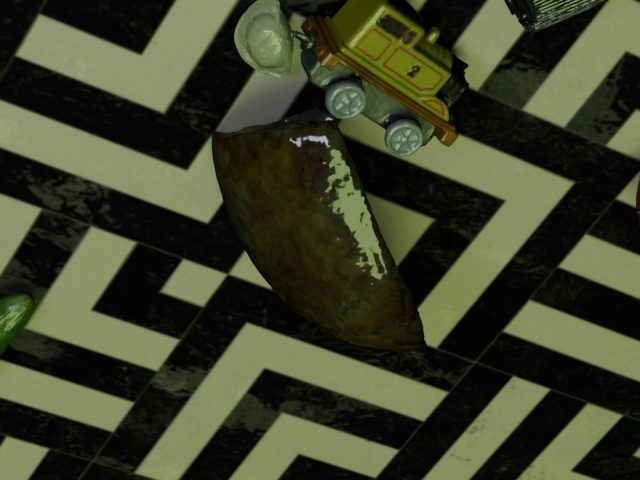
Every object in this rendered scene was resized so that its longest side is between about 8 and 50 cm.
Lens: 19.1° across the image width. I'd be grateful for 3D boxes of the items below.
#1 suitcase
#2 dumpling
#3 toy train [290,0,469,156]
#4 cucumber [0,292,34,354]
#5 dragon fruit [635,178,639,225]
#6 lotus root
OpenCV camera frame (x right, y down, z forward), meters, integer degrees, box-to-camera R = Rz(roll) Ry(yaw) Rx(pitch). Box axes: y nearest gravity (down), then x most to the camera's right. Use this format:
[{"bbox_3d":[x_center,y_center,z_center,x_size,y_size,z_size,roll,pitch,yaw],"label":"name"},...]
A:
[{"bbox_3d":[0.235,-0.262,1.841,0.126,0.059,0.086,-23,130,14],"label":"suitcase"},{"bbox_3d":[-0.056,-0.197,1.865,0.059,0.043,0.077,3,138,18],"label":"dumpling"},{"bbox_3d":[0.070,-0.170,1.878,0.219,0.089,0.127,31,110,-30],"label":"toy train"},{"bbox_3d":[-0.392,0.139,2.101,0.056,0.056,0.250,23,122,-26],"label":"cucumber"},{"bbox_3d":[0.408,-0.062,2.038,0.162,0.083,0.106,-30,143,5],"label":"dragon fruit"},{"bbox_3d":[-0.005,0.001,1.968,0.142,0.210,0.314,-25,118,-1],"label":"lotus root"}]
